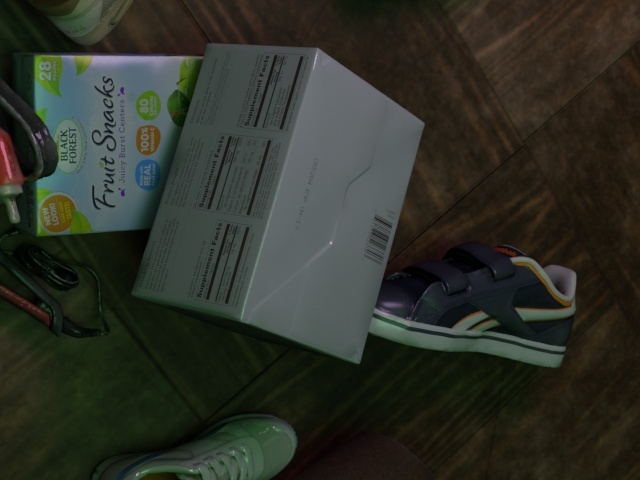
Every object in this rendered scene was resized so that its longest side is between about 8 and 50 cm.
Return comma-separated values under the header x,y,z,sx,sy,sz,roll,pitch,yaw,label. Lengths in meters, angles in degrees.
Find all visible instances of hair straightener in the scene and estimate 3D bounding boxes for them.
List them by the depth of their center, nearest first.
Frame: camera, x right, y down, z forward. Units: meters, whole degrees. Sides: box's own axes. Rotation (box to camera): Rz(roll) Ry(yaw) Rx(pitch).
x,y,z,sx,sy,sz,roll,pitch,yaw,label
-0.296,0.020,1.260,0.230,0.047,0.089,37,81,-20,hair straightener

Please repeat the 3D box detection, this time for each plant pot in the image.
x,y,z,sx,sy,sz,roll,pitch,yaw,label
0.022,0.330,1.393,0.230,0.215,0.215,-49,115,-25,plant pot

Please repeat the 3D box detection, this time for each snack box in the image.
x,y,z,sx,sy,sz,roll,pitch,yaw,label
-0.196,-0.098,1.264,0.207,0.070,0.174,-5,101,-31,snack box

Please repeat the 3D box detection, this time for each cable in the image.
x,y,z,sx,sy,sz,roll,pitch,yaw,label
-0.328,-0.144,1.157,0.072,0.139,0.287,-30,107,-60,cable

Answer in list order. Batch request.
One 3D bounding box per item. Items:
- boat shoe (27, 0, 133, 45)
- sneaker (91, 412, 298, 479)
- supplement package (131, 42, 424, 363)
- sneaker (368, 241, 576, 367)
x,y,z,sx,sy,sz,roll,pitch,yaw,label
-0.173,-0.329,1.239,0.302,0.109,0.098,-60,153,-9,boat shoe
-0.123,0.251,1.359,0.229,0.092,0.087,-16,104,-23,sneaker
-0.036,-0.034,1.260,0.204,0.145,0.261,27,77,-52,supplement package
0.159,0.059,1.440,0.321,0.126,0.127,10,99,-37,sneaker
